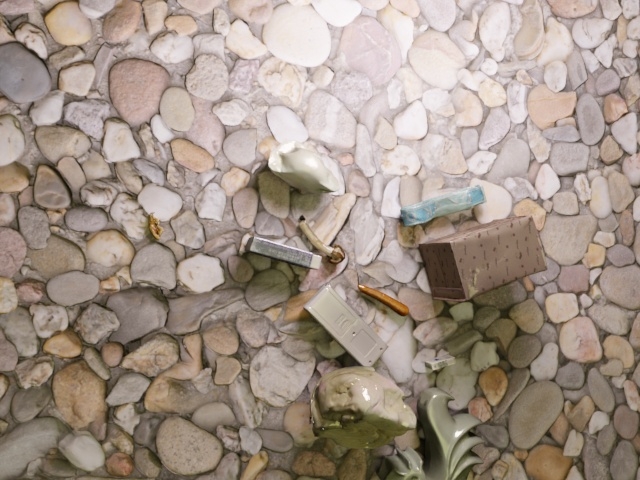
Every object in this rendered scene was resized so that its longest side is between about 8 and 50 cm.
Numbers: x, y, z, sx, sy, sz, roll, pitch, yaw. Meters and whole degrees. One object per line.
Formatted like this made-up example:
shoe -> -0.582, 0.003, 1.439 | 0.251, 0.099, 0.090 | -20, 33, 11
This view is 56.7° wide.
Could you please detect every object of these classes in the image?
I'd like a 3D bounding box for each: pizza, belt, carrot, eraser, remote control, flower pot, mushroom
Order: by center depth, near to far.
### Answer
pizza -> -0.465, -0.041, 1.670 | 0.037, 0.016, 0.083 | -13, 91, -22
eraser -> -0.109, 0.038, 1.733 | 0.212, 0.092, 0.046 | 16, 84, -17
mushroom -> 0.000, 0.000, 1.783 | 0.187, 0.061, 0.060 | 43, 84, -7
remote control -> 0.078, 0.264, 1.801 | 0.103, 0.055, 0.277 | -46, 102, -11
flower pot -> 0.353, 0.662, 1.819 | 0.254, 0.164, 0.367 | 33, 82, -8
carrot -> 0.194, 0.182, 1.848 | 0.190, 0.037, 0.037 | 30, 81, -10
belt -> 0.393, -0.110, 1.877 | 0.302, 0.087, 0.072 | -17, 90, -15

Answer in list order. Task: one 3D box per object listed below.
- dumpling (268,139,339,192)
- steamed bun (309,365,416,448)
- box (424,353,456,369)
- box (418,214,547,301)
dumpling -> -0.045, -0.218, 1.751 | 0.229, 0.124, 0.151 | 26, 46, -19
steamed bun -> 0.115, 0.472, 1.732 | 0.280, 0.268, 0.207 | 25, 47, -28
box -> 0.380, 0.387, 1.885 | 0.083, 0.054, 0.024 | -12, 95, -16
box -> 0.493, 0.054, 1.833 | 0.297, 0.225, 0.190 | -19, 92, -16
